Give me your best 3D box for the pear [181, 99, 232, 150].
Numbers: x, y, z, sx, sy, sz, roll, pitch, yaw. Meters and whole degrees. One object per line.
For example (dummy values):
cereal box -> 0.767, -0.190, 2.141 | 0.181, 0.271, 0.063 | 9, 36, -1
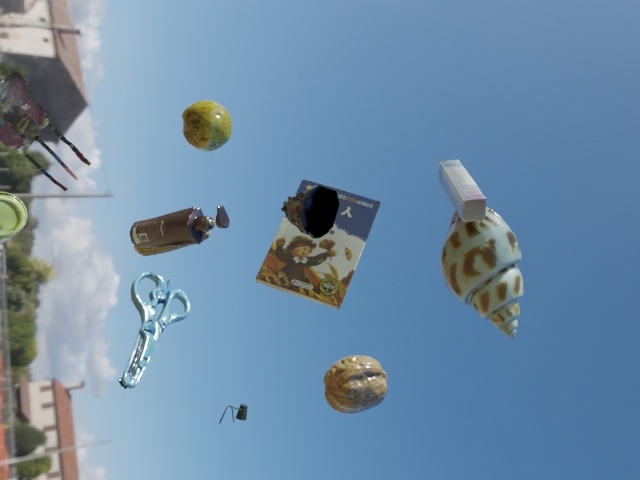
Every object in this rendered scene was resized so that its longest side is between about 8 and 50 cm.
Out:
pear -> -0.448, -0.446, 2.151 | 0.197, 0.197, 0.197 | 8, -81, 60

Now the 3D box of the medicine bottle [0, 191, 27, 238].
medicine bottle -> -0.845, -0.049, 1.426 | 0.239, 0.124, 0.124 | -10, -97, 49

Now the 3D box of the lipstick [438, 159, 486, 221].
lipstick -> 0.404, -0.150, 1.596 | 0.317, 0.066, 0.068 | -91, 176, -63

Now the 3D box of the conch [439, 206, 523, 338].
conch -> 0.470, 0.087, 1.580 | 0.368, 0.197, 0.249 | 48, -40, 4

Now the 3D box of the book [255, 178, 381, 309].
book -> 0.000, 0.000, 1.869 | 0.039, 0.300, 0.428 | 85, 25, -60

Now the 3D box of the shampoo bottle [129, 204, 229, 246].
shampoo bottle -> -0.298, -0.029, 1.174 | 0.236, 0.067, 0.068 | -6, -53, 25

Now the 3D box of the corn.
corn -> -0.527, -0.008, 1.975 | 0.106, 0.293, 0.106 | -19, 90, -78

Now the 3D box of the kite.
kite -> -0.848, -0.317, 1.633 | 0.204, 0.360, 0.022 | -47, -174, 1

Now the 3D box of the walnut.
walnut -> 0.122, 0.497, 1.920 | 0.198, 0.245, 0.198 | 175, -90, -69

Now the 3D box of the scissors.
scissors -> -0.449, 0.227, 1.457 | 0.032, 0.180, 0.393 | -45, -158, 29

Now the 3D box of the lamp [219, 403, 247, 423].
lamp -> -0.229, 0.469, 1.511 | 0.041, 0.121, 0.054 | 12, -94, 16

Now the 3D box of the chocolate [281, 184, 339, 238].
chocolate -> -0.047, -0.091, 1.565 | 0.133, 0.156, 0.156 | 18, -72, 41
